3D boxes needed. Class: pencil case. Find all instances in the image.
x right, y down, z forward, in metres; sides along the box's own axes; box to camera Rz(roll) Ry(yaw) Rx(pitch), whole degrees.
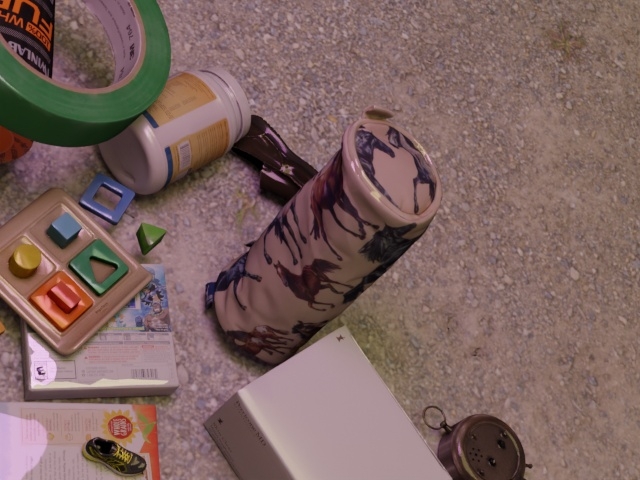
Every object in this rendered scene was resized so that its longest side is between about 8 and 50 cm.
[{"bbox_3d":[0.000,0.000,1.502,0.160,0.410,0.183,-11,64,-42],"label":"pencil case"}]

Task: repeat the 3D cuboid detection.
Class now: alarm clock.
[{"bbox_3d":[0.231,0.315,1.663,0.192,0.064,0.129,38,53,1],"label":"alarm clock"}]

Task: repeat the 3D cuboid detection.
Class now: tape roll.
[{"bbox_3d":[-0.353,-0.282,1.463,0.321,0.077,0.321,23,52,-32],"label":"tape roll"}]

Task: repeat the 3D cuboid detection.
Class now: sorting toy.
[{"bbox_3d":[-0.347,0.033,1.477,0.196,0.047,0.347,42,52,2],"label":"sorting toy"}]

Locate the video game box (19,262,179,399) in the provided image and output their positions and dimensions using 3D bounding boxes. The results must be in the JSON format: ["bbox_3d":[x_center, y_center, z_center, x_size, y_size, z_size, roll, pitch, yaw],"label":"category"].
[{"bbox_3d":[-0.305,0.121,1.505,0.205,0.048,0.187,2,64,-26],"label":"video game box"}]

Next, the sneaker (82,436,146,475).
[{"bbox_3d":[-0.254,0.269,1.373,0.083,0.035,0.031,22,56,-15],"label":"sneaker"}]

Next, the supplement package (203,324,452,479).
[{"bbox_3d":[0.008,0.289,1.511,0.204,0.145,0.262,-28,78,-35],"label":"supplement package"}]

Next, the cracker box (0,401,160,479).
[{"bbox_3d":[-0.323,0.288,1.393,0.232,0.067,0.156,6,60,-25],"label":"cracker box"}]

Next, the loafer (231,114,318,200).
[{"bbox_3d":[-0.061,-0.098,1.741,0.078,0.080,0.220,-41,76,-14],"label":"loafer"}]

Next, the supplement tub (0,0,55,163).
[{"bbox_3d":[-0.473,-0.278,1.549,0.193,0.193,0.316,7,61,-23],"label":"supplement tub"}]

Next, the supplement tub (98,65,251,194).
[{"bbox_3d":[-0.217,-0.169,1.648,0.200,0.144,0.144,-32,81,-36],"label":"supplement tub"}]
